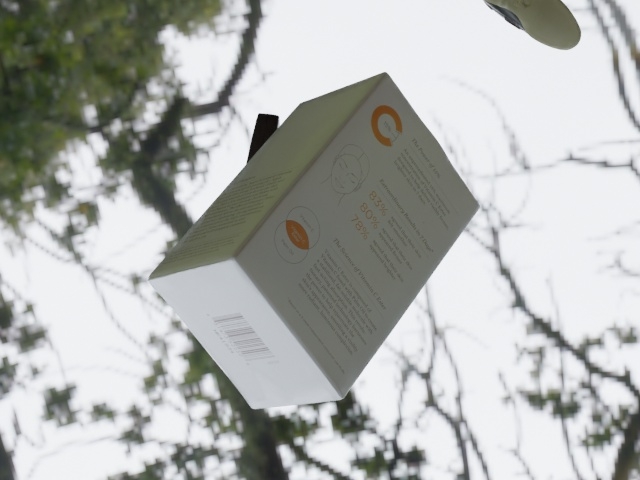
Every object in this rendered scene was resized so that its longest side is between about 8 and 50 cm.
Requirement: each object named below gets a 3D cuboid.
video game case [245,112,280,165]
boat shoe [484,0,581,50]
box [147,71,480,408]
[{"bbox_3d":[-0.084,0.013,2.000,0.035,0.248,0.274,8,-115,5],"label":"video game case"},{"bbox_3d":[0.217,-0.240,1.580,0.133,0.049,0.042,36,-169,19],"label":"boat shoe"},{"bbox_3d":[0.000,0.000,1.796,0.168,0.215,0.345,-13,-150,48],"label":"box"}]
